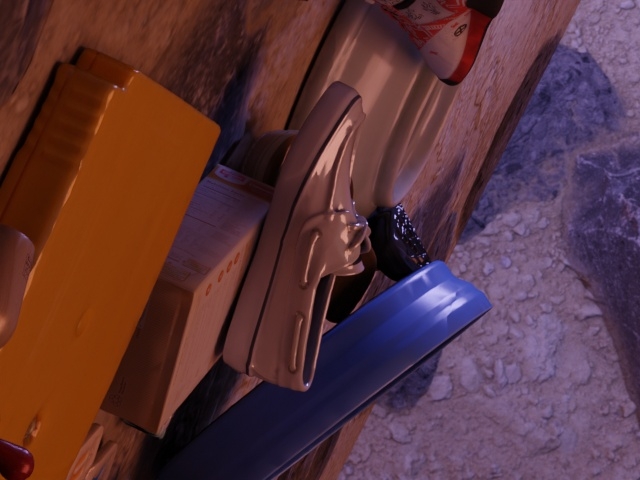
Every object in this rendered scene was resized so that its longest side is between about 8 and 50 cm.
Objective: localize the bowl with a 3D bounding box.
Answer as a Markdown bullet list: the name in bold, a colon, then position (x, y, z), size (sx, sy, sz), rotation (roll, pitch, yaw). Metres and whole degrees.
- **bowl**: position (-0.001, 0.156, 1.884), size (0.391, 0.077, 0.391), rotation (-37, 174, -4)

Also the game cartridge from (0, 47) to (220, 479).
- **game cartridge**: position (-0.176, 0.044, 1.223), size (0.285, 0.052, 0.324), rotation (30, 83, -80)

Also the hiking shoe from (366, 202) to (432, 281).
- **hiking shoe**: position (0.051, 0.012, 2.035), size (0.114, 0.086, 0.227), rotation (-30, -168, 4)

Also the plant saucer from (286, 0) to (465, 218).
- **plant saucer**: position (0.073, -0.147, 1.900), size (0.400, 0.100, 0.400), rotation (-61, 170, -19)

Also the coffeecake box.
- **coffeecake box**: position (-0.106, 0.044, 1.508), size (0.185, 0.068, 0.142), rotation (-50, 161, -56)

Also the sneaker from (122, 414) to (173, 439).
- **sneaker**: position (-0.144, 0.138, 1.657), size (0.098, 0.038, 0.069), rotation (114, 1, -82)

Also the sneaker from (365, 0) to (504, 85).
- **sneaker**: position (0.086, -0.225, 1.664), size (0.270, 0.145, 0.090), rotation (108, 2, -78)

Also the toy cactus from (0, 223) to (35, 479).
- **toy cactus**: position (-0.196, 0.073, 1.003), size (0.219, 0.112, 0.181), rotation (63, 40, -52)

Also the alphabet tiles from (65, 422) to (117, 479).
- **alphabet tiles**: position (-0.244, 0.284, 1.520), size (0.278, 0.021, 0.284), rotation (-52, 164, -62)

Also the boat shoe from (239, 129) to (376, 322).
- **boat shoe**: position (-0.029, -0.020, 1.693), size (0.109, 0.098, 0.302), rotation (-54, 156, -11)

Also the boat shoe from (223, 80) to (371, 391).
- **boat shoe**: position (0.000, 0.000, 1.518), size (0.095, 0.084, 0.258), rotation (-41, 152, -66)
